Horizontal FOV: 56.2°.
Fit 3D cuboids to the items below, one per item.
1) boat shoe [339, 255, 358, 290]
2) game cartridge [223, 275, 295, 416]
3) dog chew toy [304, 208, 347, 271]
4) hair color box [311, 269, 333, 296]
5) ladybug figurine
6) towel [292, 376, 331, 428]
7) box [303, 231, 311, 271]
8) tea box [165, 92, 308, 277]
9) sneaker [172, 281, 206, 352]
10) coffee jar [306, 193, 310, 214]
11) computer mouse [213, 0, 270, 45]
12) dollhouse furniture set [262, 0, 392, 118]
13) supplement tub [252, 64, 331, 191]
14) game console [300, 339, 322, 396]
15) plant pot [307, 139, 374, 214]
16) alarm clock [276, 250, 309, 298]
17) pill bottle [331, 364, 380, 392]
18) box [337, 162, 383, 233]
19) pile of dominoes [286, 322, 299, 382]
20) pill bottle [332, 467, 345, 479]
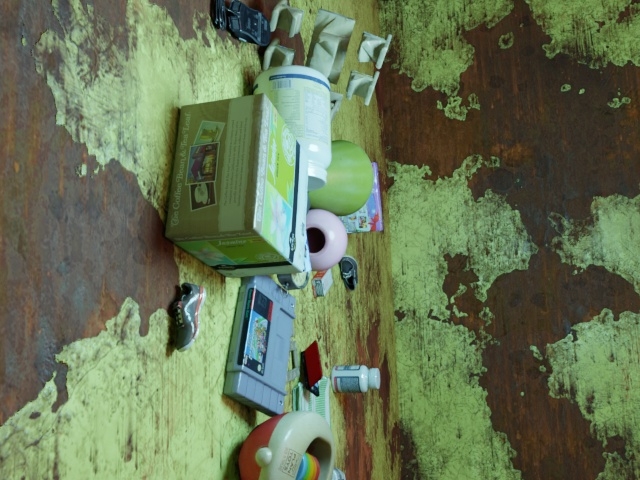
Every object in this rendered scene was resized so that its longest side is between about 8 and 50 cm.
[{"bbox_3d":[0.128,0.144,2.627,0.206,0.075,0.065,73,18,-49],"label":"boat shoe"},{"bbox_3d":[-0.155,0.274,1.631,0.230,0.068,0.355,51,38,-51],"label":"game cartridge"},{"bbox_3d":[0.000,0.000,2.054,0.332,0.206,0.207,3,83,-81],"label":"dog chew toy"},{"bbox_3d":[0.007,0.156,2.280,0.141,0.043,0.072,-50,133,-68],"label":"hair color box"},{"bbox_3d":[-0.092,0.596,1.586,0.449,0.162,0.305,63,43,-55],"label":"ladybug figurine"},{"bbox_3d":[-0.024,0.604,2.074,0.325,0.038,0.248,20,67,-72],"label":"towel"},{"bbox_3d":[-0.121,0.023,1.654,0.225,0.036,0.136,-1,76,-34],"label":"box"},{"bbox_3d":[-0.182,-0.115,1.428,0.323,0.220,0.329,46,42,-64],"label":"tea box"},{"bbox_3d":[-0.298,0.162,1.291,0.065,0.061,0.158,32,49,-36],"label":"sneaker"},{"bbox_3d":[-0.123,-0.092,1.673,0.096,0.184,0.079,-59,141,-63],"label":"coffee jar"},{"bbox_3d":[-0.232,-0.657,1.689,0.262,0.060,0.184,-9,98,-61],"label":"computer mouse"},{"bbox_3d":[0.010,-0.570,1.985,0.256,0.362,0.394,-72,180,-50],"label":"dollhouse furniture set"},{"bbox_3d":[-0.084,-0.323,1.777,0.235,0.235,0.325,28,59,-70],"label":"supplement tub"},{"bbox_3d":[-0.012,0.430,2.010,0.124,0.085,0.144,50,22,-46],"label":"game console"},{"bbox_3d":[-0.005,-0.208,2.028,0.293,0.274,0.275,-12,97,-59],"label":"plant pot"},{"bbox_3d":[-0.088,0.093,1.738,0.192,0.064,0.129,-74,147,-47],"label":"alarm clock"},{"bbox_3d":[0.141,0.551,2.381,0.108,0.180,0.108,-4,90,-73],"label":"pill bottle"},{"bbox_3d":[0.156,-0.180,2.585,0.057,0.201,0.293,-15,100,-73],"label":"box"},{"bbox_3d":[-0.119,0.339,1.867,0.251,0.040,0.196,35,48,-78],"label":"pile of dominoes"},{"bbox_3d":[0.041,0.856,2.151,0.137,0.078,0.078,50,38,-62],"label":"pill bottle"}]
